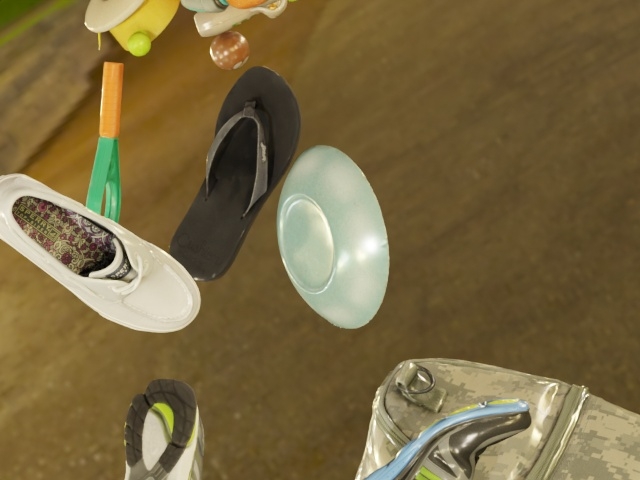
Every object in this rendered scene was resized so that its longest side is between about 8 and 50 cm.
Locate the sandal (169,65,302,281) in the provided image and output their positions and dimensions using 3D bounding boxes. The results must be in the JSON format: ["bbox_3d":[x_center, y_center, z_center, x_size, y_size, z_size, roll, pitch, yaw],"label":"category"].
[{"bbox_3d":[-0.092,-0.074,1.720,0.054,0.097,0.254,36,-106,-77],"label":"sandal"}]

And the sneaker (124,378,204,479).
[{"bbox_3d":[-0.196,0.330,1.900,0.111,0.121,0.300,8,70,18],"label":"sneaker"}]

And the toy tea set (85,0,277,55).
[{"bbox_3d":[-0.104,-0.281,1.403,0.200,0.124,0.336,-34,35,21],"label":"toy tea set"}]

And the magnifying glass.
[{"bbox_3d":[-0.263,-0.104,1.893,0.026,0.231,0.092,8,7,8],"label":"magnifying glass"}]

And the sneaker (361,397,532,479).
[{"bbox_3d":[0.092,0.187,1.180,0.188,0.078,0.067,-42,-14,12],"label":"sneaker"}]

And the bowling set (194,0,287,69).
[{"bbox_3d":[-0.102,-0.345,2.077,0.154,0.200,0.287,-19,35,3],"label":"bowling set"}]

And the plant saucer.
[{"bbox_3d":[0.000,0.000,1.590,0.037,0.195,0.195,-13,2,-33],"label":"plant saucer"}]

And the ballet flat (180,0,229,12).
[{"bbox_3d":[-0.121,-0.367,1.813,0.068,0.072,0.213,3,70,30],"label":"ballet flat"}]

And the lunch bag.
[{"bbox_3d":[0.143,0.266,1.386,0.212,0.256,0.305,-49,-22,-47],"label":"lunch bag"}]

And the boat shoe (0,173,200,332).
[{"bbox_3d":[-0.155,0.012,1.095,0.066,0.184,0.063,-53,27,-8],"label":"boat shoe"}]
